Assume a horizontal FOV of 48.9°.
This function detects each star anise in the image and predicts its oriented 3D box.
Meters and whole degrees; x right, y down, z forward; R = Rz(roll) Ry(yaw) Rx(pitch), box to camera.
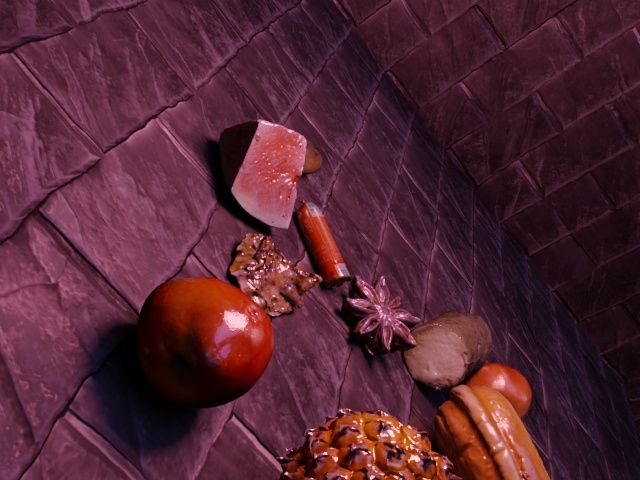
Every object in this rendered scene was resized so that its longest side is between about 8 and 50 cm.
[{"bbox_3d":[0.148,0.209,1.855,0.236,0.109,0.223,1,50,-40],"label":"star anise"}]

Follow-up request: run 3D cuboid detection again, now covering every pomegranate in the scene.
[{"bbox_3d":[0.527,0.467,2.101,0.209,0.209,0.209,41,30,-30],"label":"pomegranate"}]

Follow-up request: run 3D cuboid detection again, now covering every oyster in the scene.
[{"bbox_3d":[-0.105,0.078,1.594,0.214,0.083,0.222,46,34,-16],"label":"oyster"}]

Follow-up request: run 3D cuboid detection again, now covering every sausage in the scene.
[{"bbox_3d":[0.000,0.000,1.864,0.083,0.083,0.263,13,48,-56],"label":"sausage"}]

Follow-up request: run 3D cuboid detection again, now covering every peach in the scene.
[{"bbox_3d":[-0.197,0.166,1.191,0.243,0.199,0.243,34,25,-19],"label":"peach"}]

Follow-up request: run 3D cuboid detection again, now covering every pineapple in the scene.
[{"bbox_3d":[0.071,0.465,1.176,0.352,0.352,0.300,56,34,-2],"label":"pineapple"}]

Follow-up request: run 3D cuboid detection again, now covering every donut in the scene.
[{"bbox_3d":[0.423,0.561,1.708,0.449,0.198,0.448,156,-90,-89],"label":"donut"}]

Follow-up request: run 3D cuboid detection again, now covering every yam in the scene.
[{"bbox_3d":[0.380,0.310,2.048,0.300,0.195,0.195,-9,68,-61],"label":"yam"}]

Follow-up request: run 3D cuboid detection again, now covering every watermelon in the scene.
[{"bbox_3d":[-0.122,-0.178,1.713,0.213,0.201,0.261,20,47,-39],"label":"watermelon"}]

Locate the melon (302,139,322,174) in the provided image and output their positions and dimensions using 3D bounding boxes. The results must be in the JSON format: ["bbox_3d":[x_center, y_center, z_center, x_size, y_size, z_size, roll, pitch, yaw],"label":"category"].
[{"bbox_3d":[-0.052,-0.240,2.023,0.162,0.099,0.099,20,44,-56],"label":"melon"}]
